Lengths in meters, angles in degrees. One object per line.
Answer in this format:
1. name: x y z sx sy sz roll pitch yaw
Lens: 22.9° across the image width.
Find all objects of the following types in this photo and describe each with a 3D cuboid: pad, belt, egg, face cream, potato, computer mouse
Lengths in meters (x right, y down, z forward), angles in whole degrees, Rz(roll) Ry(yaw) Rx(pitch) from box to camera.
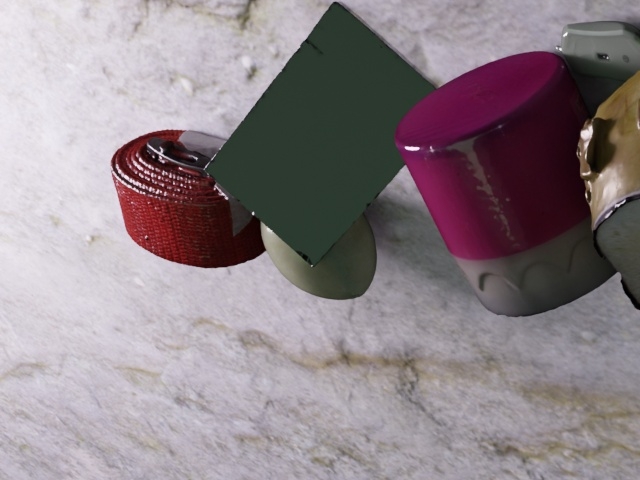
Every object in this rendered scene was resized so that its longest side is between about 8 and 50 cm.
1. pad: 0.004 -0.106 1.637 0.163 0.004 0.243 42 115 3
2. belt: -0.148 -0.056 1.811 0.201 0.128 0.124 19 137 31
3. egg: 0.000 0.000 1.738 0.152 0.114 0.114 52 142 -8
4. face cream: 0.185 -0.053 1.473 0.175 0.175 0.195 -7 121 45
5. potato: 0.357 -0.054 1.325 0.246 0.196 0.299 -6 150 30
6. computer mouse: 0.259 -0.172 1.413 0.110 0.032 0.056 14 133 47
